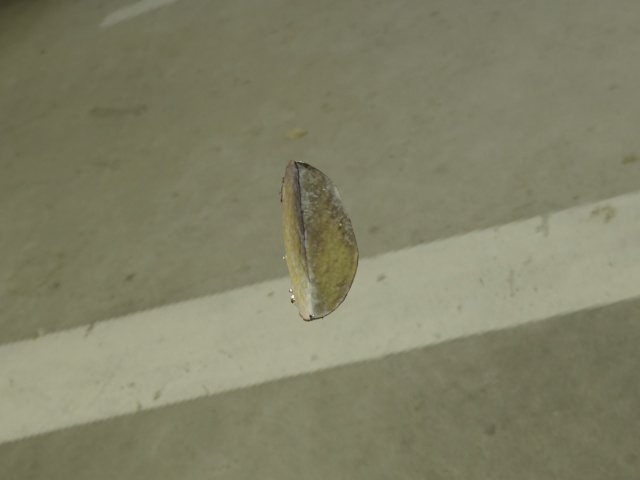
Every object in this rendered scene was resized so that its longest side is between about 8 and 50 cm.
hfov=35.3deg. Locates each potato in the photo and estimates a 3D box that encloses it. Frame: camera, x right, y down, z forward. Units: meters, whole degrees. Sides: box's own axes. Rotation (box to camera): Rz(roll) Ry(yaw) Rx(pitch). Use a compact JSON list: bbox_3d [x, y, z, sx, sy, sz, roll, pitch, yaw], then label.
[{"bbox_3d":[0.000,0.001,0.587,0.036,0.093,0.037,-4,-9,-19],"label":"potato"}]
